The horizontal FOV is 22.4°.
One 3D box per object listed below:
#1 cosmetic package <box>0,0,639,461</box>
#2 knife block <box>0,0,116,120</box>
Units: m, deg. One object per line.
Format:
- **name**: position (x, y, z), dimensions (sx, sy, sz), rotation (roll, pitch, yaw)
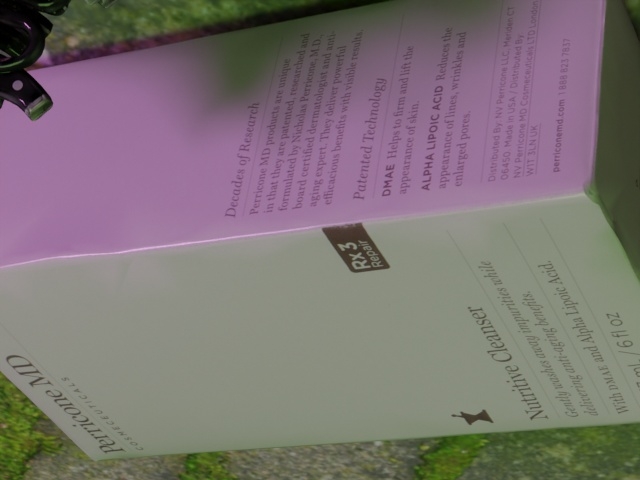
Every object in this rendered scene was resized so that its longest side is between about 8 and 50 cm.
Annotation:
- **cosmetic package**: position (0.000, 0.000, 0.893), dimensions (0.385, 0.156, 0.217), rotation (-10, 141, 25)
- **knife block**: position (-0.226, -0.161, 0.703), dimensions (0.275, 0.088, 0.242), rotation (37, 168, -30)
